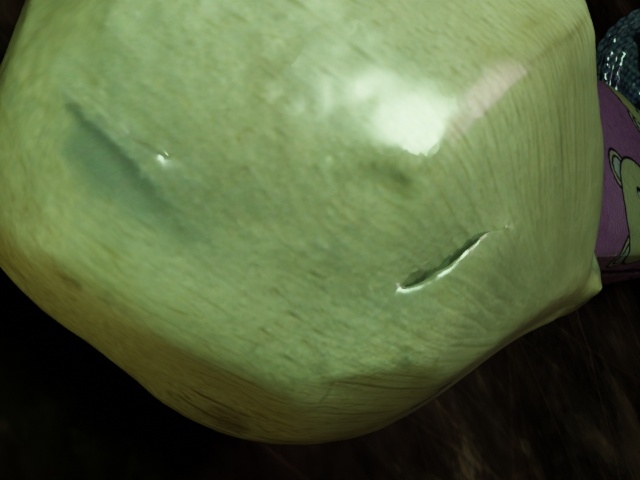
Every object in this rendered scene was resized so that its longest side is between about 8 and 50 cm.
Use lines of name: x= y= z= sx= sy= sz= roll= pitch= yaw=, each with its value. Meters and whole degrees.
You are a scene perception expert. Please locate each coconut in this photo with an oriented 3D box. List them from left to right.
coconut: x=-0.001 y=-0.027 z=0.610 sx=0.224 sy=0.224 sz=0.224 roll=43 pitch=31 yaw=-33

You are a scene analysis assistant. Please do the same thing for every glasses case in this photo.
glasses case: x=0.131 y=-0.036 z=0.993 sx=0.316 sy=0.076 sz=0.123 roll=-1 pitch=65 yaw=-62

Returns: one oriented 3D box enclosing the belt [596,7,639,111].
belt: x=0.268 y=-0.044 z=1.179 sx=0.126 sy=0.140 sz=0.230 roll=25 pitch=40 yaw=-49
